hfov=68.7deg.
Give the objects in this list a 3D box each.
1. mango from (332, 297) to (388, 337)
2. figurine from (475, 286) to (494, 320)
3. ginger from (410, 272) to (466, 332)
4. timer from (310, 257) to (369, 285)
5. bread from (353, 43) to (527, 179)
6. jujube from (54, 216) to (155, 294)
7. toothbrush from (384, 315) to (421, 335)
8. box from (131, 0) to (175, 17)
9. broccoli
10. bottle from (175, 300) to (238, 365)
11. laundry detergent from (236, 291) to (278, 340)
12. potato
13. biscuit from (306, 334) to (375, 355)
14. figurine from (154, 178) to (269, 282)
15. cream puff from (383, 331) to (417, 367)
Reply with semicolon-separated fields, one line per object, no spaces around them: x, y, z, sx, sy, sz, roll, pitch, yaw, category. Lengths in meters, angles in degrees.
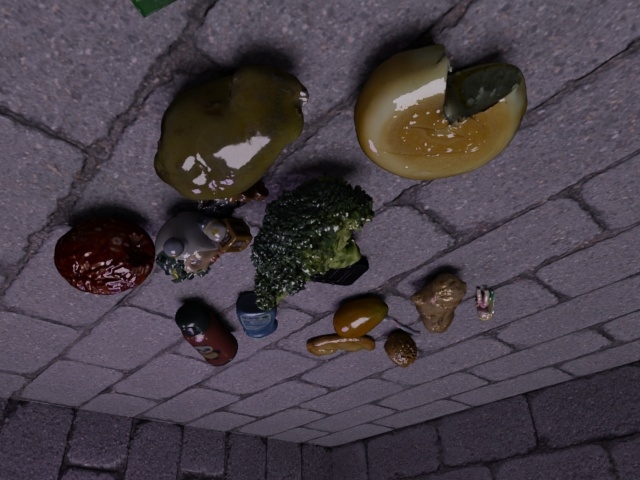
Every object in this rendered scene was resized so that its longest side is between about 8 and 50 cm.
0.143;0.282;1.734;0.221;0.120;0.152;-36;137;28;mango
0.620;0.234;1.759;0.083;0.083;0.187;-14;131;15;figurine
0.419;0.232;1.678;0.190;0.126;0.354;-12;143;2;ginger
0.047;0.089;1.512;0.188;0.055;0.144;11;144;-26;timer
0.229;-0.256;0.946;0.333;0.160;0.333;-1;144;0;bread
-0.579;0.046;1.259;0.232;0.212;0.213;-9;145;23;jujube
0.333;0.352;1.930;0.027;0.021;0.269;-19;143;41;toothbrush
-0.294;-0.471;0.706;0.132;0.034;0.235;-17;143;19;box
0.020;-0.015;1.212;0.397;0.274;0.353;-9;161;-41;broccoli
-0.433;0.346;1.761;0.144;0.144;0.336;-10;142;9;bottle
-0.232;0.292;1.747;0.144;0.094;0.289;-6;148;-7;laundry detergent
-0.179;-0.213;0.926;0.351;0.218;0.202;-21;167;20;potato
0.087;0.451;2.030;0.299;0.045;0.154;-7;143;5;biscuit
-0.287;-0.024;1.217;0.382;0.186;0.261;-36;155;30;figurine
0.346;0.455;1.978;0.115;0.150;0.165;-37;173;16;cream puff
